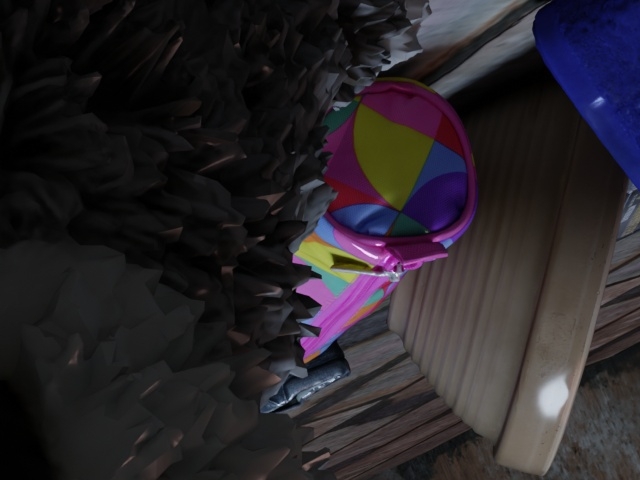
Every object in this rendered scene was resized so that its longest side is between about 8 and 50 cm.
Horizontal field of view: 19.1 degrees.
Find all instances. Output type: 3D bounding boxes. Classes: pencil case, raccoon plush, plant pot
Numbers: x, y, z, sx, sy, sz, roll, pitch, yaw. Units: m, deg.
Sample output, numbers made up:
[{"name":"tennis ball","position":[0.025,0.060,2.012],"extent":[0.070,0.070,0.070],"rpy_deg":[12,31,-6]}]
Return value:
[{"name":"pencil case","position":[0.000,0.000,1.000],"extent":[0.104,0.104,0.236],"rpy_deg":[-19,169,-23]},{"name":"raccoon plush","position":[-0.021,0.016,0.483],"extent":[0.216,0.299,0.446],"rpy_deg":[-33,167,38]},{"name":"plant pot","position":[0.102,0.006,1.073],"extent":[0.109,0.237,0.237],"rpy_deg":[13,170,4]}]

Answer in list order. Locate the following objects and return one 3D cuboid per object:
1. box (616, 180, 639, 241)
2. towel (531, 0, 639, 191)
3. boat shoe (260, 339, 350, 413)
[{"name":"box","position":[0.159,-0.019,1.363],"extent":[0.183,0.056,0.231],"rpy_deg":[-24,170,-1]},{"name":"towel","position":[0.278,-0.088,0.866],"extent":[0.308,0.228,0.076],"rpy_deg":[-31,-174,32]},{"name":"boat shoe","position":[-0.072,0.096,1.345],"extent":[0.183,0.083,0.065],"rpy_deg":[-26,169,9]}]
